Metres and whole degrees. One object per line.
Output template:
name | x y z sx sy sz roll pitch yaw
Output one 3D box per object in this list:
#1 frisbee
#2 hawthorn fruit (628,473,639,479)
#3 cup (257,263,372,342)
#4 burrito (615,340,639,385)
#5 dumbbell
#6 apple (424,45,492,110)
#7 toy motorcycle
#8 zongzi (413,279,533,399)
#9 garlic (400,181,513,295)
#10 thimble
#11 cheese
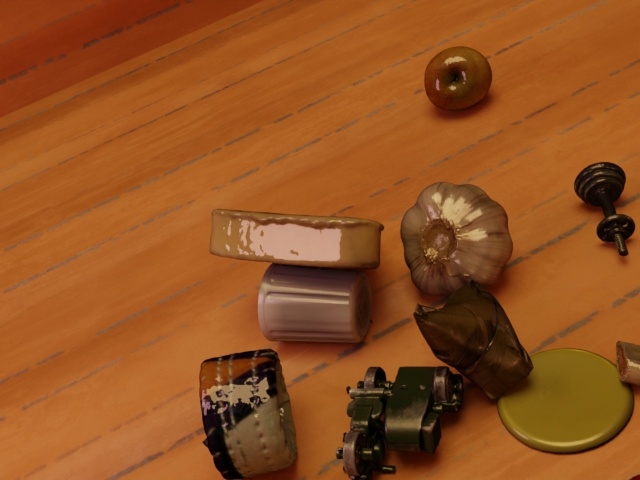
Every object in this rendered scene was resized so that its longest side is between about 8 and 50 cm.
frisbee | 0.430 0.276 1.497 0.236 0.017 0.236 -12 38 10
hawthorn fruit | 0.490 0.397 1.243 0.128 0.128 0.128 -12 38 9
cup | 0.000 0.113 1.764 0.202 0.166 0.221 2 45 21
burrito | 0.606 0.226 1.436 0.226 0.060 0.087 12 37 29
dumbbell | 0.607 -0.064 1.781 0.110 0.110 0.254 -10 44 11
apple | 0.373 -0.438 2.290 0.183 0.182 0.155 -7 9 15
toy motorcycle | 0.141 0.318 1.492 0.205 0.127 0.275 -2 34 19
zongzi | 0.237 0.129 1.543 0.123 0.289 0.260 -45 27 19
garlic | 0.309 -0.006 1.791 0.245 0.244 0.253 15 12 36
thimble | -0.128 0.312 1.536 0.150 0.237 0.237 -11 38 3
cheese | 0.001 0.000 1.742 0.384 0.104 0.384 4 1 0
